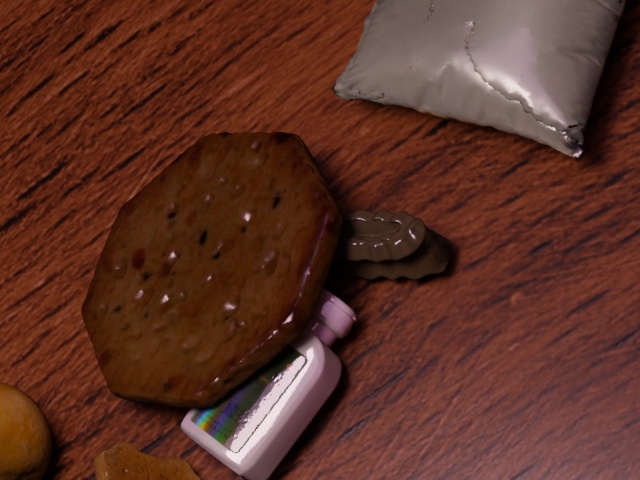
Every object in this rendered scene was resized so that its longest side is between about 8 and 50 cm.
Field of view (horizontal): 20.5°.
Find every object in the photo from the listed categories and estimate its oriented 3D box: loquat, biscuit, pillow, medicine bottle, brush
[{"bbox_3d":[-0.376,0.235,1.993,0.163,0.137,0.163,-2,60,4],"label":"loquat"},{"bbox_3d":[-0.124,0.029,1.990,0.359,0.046,0.359,-21,52,30],"label":"biscuit"},{"bbox_3d":[0.199,-0.259,2.002,0.312,0.119,0.310,14,69,26],"label":"pillow"},{"bbox_3d":[-0.047,0.152,1.934,0.115,0.078,0.219,31,81,40],"label":"medicine bottle"},{"bbox_3d":[-0.188,0.320,1.876,0.036,0.166,0.225,-48,34,40],"label":"biscuit"},{"bbox_3d":[0.000,0.000,1.993,0.301,0.084,0.071,1,66,31],"label":"brush"}]
